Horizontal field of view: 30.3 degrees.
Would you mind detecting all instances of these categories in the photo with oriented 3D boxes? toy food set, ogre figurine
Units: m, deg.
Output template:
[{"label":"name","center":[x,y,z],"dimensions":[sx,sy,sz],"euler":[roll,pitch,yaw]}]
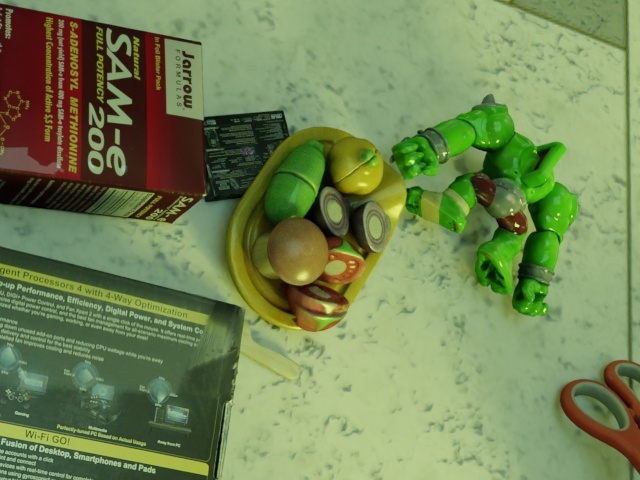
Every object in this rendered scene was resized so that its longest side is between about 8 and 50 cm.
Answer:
[{"label":"toy food set","center":[0.000,0.000,0.926],"dimensions":[0.128,0.071,0.218],"euler":[40,64,-19]},{"label":"ogre figurine","center":[0.157,-0.037,1.031],"dimensions":[0.197,0.097,0.118],"euler":[42,70,1]}]

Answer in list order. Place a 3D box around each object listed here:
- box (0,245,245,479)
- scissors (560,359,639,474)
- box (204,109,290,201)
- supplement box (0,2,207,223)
[{"label":"box","center":[-0.257,0.152,0.729],"dimensions":[0.395,0.097,0.318],"euler":[15,70,-24]},{"label":"scissors","center":[0.306,0.211,0.987],"dimensions":[0.109,0.021,0.297],"euler":[-6,42,-25]},{"label":"box","center":[-0.061,-0.069,0.960],"dimensions":[0.083,0.018,0.067],"euler":[-10,79,-32]},{"label":"supplement box","center":[-0.205,-0.094,0.854],"dimensions":[0.239,0.073,0.130],"euler":[6,71,-29]}]
